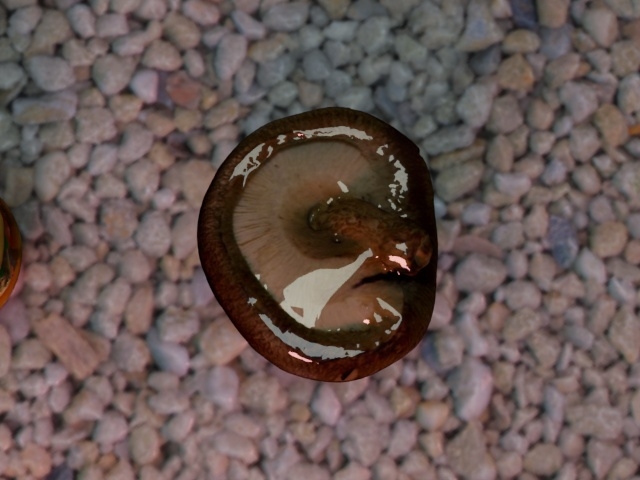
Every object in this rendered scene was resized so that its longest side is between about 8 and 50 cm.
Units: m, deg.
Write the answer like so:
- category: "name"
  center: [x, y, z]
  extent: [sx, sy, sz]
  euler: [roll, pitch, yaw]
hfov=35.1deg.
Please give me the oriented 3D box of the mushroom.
- category: "mushroom"
  center: [0.002, 0.006, 0.840]
  extent: [0.194, 0.138, 0.231]
  euler: [5, 69, 14]

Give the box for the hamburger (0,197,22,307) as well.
- category: "hamburger"
  center: [-0.330, 0.009, 0.836]
  extent: [0.162, 0.115, 0.162]
  euler: [0, 78, 0]
